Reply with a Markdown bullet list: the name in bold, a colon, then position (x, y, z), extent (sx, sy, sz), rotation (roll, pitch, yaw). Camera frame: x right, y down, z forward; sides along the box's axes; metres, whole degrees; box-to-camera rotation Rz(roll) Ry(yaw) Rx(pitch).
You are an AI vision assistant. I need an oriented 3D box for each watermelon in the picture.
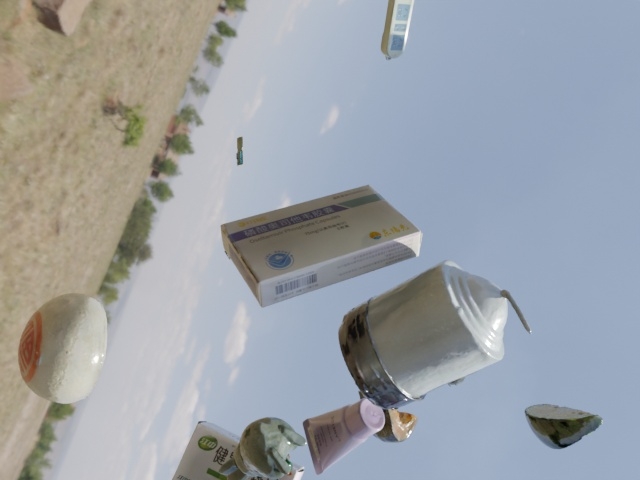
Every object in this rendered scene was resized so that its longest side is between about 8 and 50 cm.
- **watermelon**: position (0.452, 0.350, 1.192), extent (0.092, 0.075, 0.181), rotation (-51, -177, -9)

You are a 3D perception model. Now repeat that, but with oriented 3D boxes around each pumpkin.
- **pumpkin**: position (0.210, 0.592, 2.008), extent (0.131, 0.248, 0.126), rotation (5, -119, 51)

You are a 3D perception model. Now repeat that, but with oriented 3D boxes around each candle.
- **candle**: position (0.214, 0.167, 1.153), extent (0.343, 0.221, 0.221), rotation (-32, -149, 22)

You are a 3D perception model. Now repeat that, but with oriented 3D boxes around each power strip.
- **power strip**: position (0.154, -0.448, 1.193), extent (0.030, 0.048, 0.191), rotation (-127, -142, -52)

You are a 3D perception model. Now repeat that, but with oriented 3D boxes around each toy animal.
- **toy animal**: position (-0.131, 0.431, 1.249), extent (0.236, 0.138, 0.108), rotation (-28, -164, 50)

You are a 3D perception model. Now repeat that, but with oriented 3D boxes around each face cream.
- **face cream**: position (0.051, 0.514, 1.637), extent (0.274, 0.096, 0.154), rotation (-42, -123, 36)

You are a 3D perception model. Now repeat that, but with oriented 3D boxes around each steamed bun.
- **steamed bun**: position (-0.662, 0.269, 1.536), extent (0.283, 0.177, 0.282), rotation (-19, -114, 50)

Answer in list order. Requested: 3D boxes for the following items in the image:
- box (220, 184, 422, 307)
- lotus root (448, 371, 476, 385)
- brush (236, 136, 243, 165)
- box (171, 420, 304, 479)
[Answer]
- **box**: position (0.000, 0.000, 1.192), extent (0.200, 0.344, 0.065), rotation (49, -32, 45)
- **lotus root**: position (0.378, 0.237, 1.627), extent (0.175, 0.175, 0.349), rotation (-101, -178, -63)
- **brush**: position (-0.191, -0.213, 1.436), extent (0.016, 0.013, 0.083), rotation (-16, -122, 20)
- **box**: position (-0.230, 0.651, 1.700), extent (0.145, 0.333, 0.173), rotation (72, 41, -72)
